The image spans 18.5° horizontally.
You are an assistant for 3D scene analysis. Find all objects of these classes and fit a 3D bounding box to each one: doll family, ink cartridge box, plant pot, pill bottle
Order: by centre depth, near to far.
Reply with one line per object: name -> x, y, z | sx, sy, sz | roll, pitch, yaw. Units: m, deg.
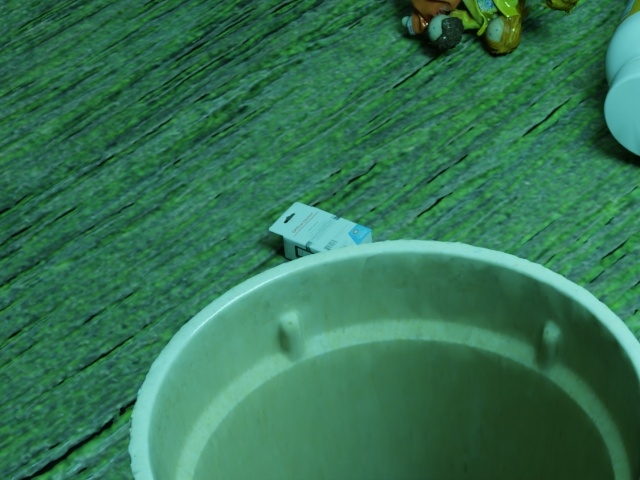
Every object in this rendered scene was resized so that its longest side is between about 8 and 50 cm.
plant pot -> 0.057, 0.223, 1.317 | 0.334, 0.305, 0.333 | -3, 41, 3
ink cartridge box -> 0.000, 0.000, 1.787 | 0.083, 0.028, 0.048 | 22, 48, 28
pill bottle -> 0.351, -0.189, 1.881 | 0.136, 0.136, 0.245 | 11, 44, 18
doll family -> 0.194, -0.284, 1.977 | 0.118, 0.263, 0.163 | 2, 57, -42
